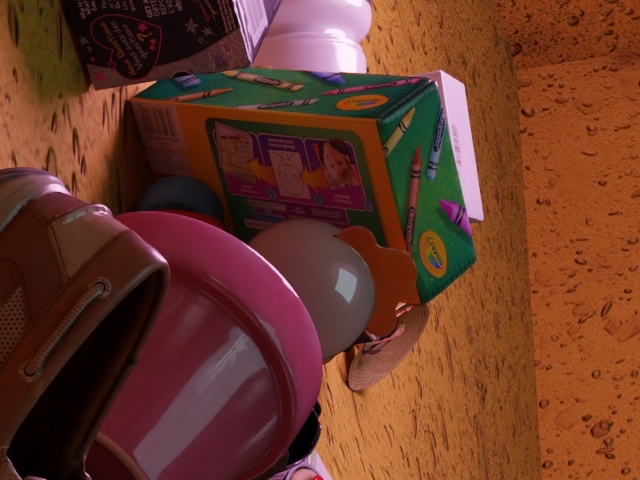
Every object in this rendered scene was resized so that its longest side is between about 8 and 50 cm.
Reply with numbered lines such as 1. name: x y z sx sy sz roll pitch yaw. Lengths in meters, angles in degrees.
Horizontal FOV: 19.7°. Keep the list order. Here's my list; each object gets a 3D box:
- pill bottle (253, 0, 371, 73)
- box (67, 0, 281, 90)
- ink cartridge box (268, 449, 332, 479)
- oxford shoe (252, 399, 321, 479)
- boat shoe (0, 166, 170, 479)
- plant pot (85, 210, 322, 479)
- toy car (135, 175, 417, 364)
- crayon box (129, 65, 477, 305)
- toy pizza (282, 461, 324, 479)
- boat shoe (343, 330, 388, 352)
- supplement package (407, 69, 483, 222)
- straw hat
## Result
1. pill bottle: -0.034 -0.271 1.822 0.161 0.161 0.283 40 43 -70
2. box: -0.117 -0.248 1.518 0.247 0.142 0.163 -71 151 -59
3. ink cartridge box: -0.002 0.331 1.814 0.235 0.056 0.171 63 23 -48
4. oxford shoe: -0.038 0.171 1.666 0.271 0.098 0.097 -35 115 -75
5. boat shoe: -0.172 0.127 0.911 0.324 0.116 0.123 -69 161 2
6. plant pot: -0.123 0.109 1.214 0.180 0.201 0.201 -54 136 -49
7. toy car: -0.037 0.063 1.448 0.219 0.238 0.210 -74 152 -59
8. crayon box: -0.017 -0.051 1.522 0.081 0.278 0.165 -38 124 -39
9. toy pizza: 0.005 0.301 1.686 0.201 0.032 0.201 -11 90 -74
10. boat shoe: 0.000 0.000 1.937 0.302 0.091 0.114 67 20 -46
11. supplement package: 0.015 -0.067 1.720 0.134 0.244 0.139 5 75 -77
12. straw hat: 0.061 0.104 2.175 0.061 0.144 0.144 41 -2 23
